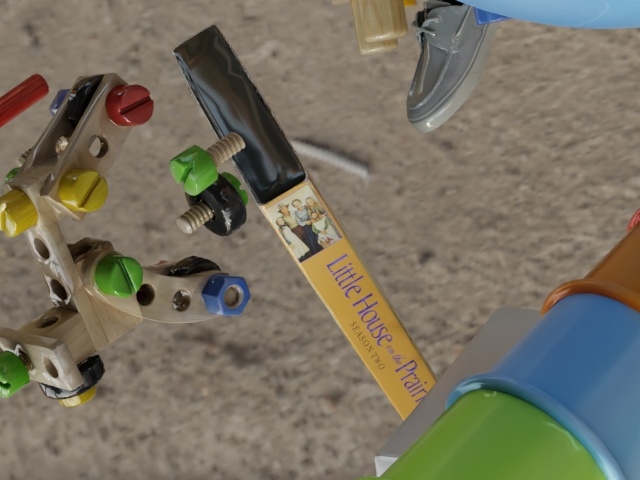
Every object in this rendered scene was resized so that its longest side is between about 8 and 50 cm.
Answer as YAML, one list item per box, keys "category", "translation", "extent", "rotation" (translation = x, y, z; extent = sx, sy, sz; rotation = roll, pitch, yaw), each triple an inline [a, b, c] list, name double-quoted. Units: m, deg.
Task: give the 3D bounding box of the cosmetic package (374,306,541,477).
- category: "cosmetic package"
  translation: [0.277, 0.319, 1.494]
  extent: [0.327, 0.329, 0.394]
  rotation: [6, 116, 27]

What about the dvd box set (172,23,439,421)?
- category: "dvd box set"
  translation: [0.000, 0.000, 1.653]
  extent: [0.420, 0.062, 0.307]
  rotation: [57, -179, -43]

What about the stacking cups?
- category: "stacking cups"
  translation: [0.099, 0.071, 0.599]
  extent: [0.096, 0.316, 0.096]
  rotation: [31, 143, 27]

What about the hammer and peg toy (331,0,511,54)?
- category: "hammer and peg toy"
  translation: [0.183, -0.249, 1.279]
  extent: [0.361, 0.266, 0.127]
  rotation: [-10, 94, 2]

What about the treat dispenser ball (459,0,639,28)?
- category: "treat dispenser ball"
  translation: [0.103, -0.220, 0.543]
  extent: [0.288, 0.288, 0.288]
  rotation: [14, 111, 40]

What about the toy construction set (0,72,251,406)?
- category: "toy construction set"
  translation: [-0.237, -0.004, 1.336]
  extent: [0.309, 0.237, 0.257]
  rotation: [33, 149, 31]

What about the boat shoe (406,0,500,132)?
- category: "boat shoe"
  translation: [0.133, -0.222, 1.593]
  extent: [0.079, 0.081, 0.227]
  rotation: [6, 66, 59]
